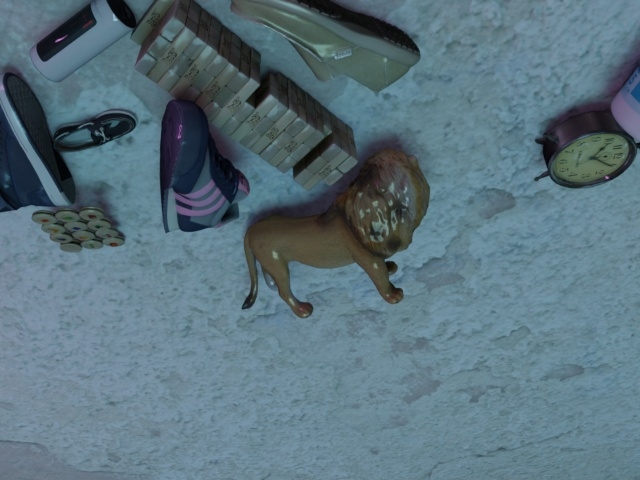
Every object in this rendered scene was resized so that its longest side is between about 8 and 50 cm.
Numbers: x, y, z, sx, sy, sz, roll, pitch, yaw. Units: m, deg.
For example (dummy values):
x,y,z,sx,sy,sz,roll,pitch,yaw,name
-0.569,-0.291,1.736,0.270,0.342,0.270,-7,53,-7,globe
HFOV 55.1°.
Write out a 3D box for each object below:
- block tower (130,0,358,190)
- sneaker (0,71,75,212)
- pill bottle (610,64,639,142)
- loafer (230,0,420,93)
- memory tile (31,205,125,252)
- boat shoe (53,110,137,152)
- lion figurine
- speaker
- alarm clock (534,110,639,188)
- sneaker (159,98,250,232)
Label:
x,y,z,sx,sy,sz,roll,pitch,yaw,name
-0.097,-0.195,0.845,0.335,0.097,0.091,34,121,-30,block tower
-0.470,-0.127,0.877,0.164,0.086,0.226,-7,135,-3,sneaker
0.533,-0.247,0.822,0.146,0.146,0.264,14,130,-18,pill bottle
0.001,-0.257,0.790,0.269,0.102,0.092,16,124,-21,loafer
-0.393,-0.016,1.004,0.113,0.012,0.148,-5,157,-2,memory tile
-0.330,-0.157,0.896,0.125,0.038,0.046,-9,134,3,boat shoe
0.000,0.000,1.014,0.392,0.142,0.240,-16,126,15,lion figurine
-0.304,-0.261,0.788,0.136,0.055,0.055,-26,131,19,speaker
0.437,-0.144,0.956,0.192,0.064,0.129,-2,144,8,alarm clock
-0.161,-0.101,0.876,0.131,0.112,0.319,-3,164,-16,sneaker
